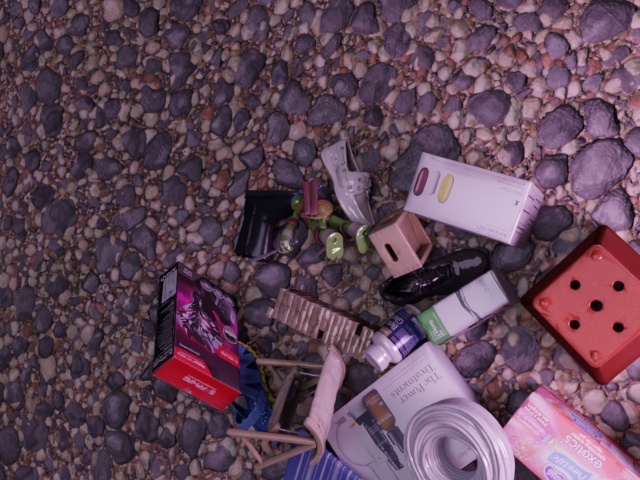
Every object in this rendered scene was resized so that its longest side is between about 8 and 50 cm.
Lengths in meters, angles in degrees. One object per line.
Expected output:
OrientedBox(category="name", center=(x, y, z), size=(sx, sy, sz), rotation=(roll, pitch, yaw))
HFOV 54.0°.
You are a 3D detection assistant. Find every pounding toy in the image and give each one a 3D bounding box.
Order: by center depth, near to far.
OrientedBox(category="pounding toy", center=(0.198, -0.036, 1.588), size=(0.094, 0.206, 0.181), rotation=(-26, 102, 32))

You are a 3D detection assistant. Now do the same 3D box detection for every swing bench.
OrientedBox(category="swing bench", center=(-0.063, 0.426, 1.608), size=(0.254, 0.253, 0.165), rotation=(-15, 120, 28))

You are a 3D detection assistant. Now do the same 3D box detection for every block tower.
OrientedBox(category="block tower", center=(0.019, 0.224, 1.702), size=(0.335, 0.091, 0.097), rotation=(20, 93, 27))

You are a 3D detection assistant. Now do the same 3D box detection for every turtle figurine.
OrientedBox(category="turtle figurine", center=(0.000, 0.000, 1.633), size=(0.266, 0.197, 0.275), rotation=(30, 94, 53))

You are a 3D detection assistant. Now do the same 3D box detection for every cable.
OrientedBox(category="cable", center=(0.307, 0.479, 1.394), size=(0.257, 0.089, 0.257), rotation=(49, 124, 25))

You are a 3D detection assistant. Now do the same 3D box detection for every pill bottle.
OrientedBox(category="pill bottle", center=(0.189, 0.245, 1.570), size=(0.169, 0.094, 0.094), rotation=(-40, 65, -16))

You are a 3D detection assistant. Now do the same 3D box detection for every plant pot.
OrientedBox(category="plant pot", center=(0.593, 0.136, 1.332), size=(0.267, 0.235, 0.267), rotation=(-47, 67, 15))

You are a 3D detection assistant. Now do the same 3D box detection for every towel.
OrientedBox(category="towel", center=(0.035, 0.667, 1.623), size=(0.336, 0.040, 0.243), rotation=(30, 117, 33))

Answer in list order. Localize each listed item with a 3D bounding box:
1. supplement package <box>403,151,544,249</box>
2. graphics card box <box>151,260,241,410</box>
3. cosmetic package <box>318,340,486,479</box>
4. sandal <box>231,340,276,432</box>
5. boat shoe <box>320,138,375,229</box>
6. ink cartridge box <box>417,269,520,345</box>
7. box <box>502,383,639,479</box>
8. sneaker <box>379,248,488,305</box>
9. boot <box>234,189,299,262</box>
OrientedBox(category="supplement package", center=(0.365, -0.091, 1.489), size=(0.261, 0.204, 0.145), rotation=(20, 95, 27))
OrientedBox(category="graphics card box", center=(-0.333, 0.251, 1.713), size=(0.094, 0.232, 0.371), rotation=(-39, 34, 19))
OrientedBox(category="cosmetic package", center=(0.219, 0.475, 1.573), size=(0.377, 0.097, 0.284), rotation=(-43, 71, 18))
OrientedBox(category="sandal", center=(-0.219, 0.415, 1.782), size=(0.126, 0.138, 0.317), rotation=(-45, 66, 19))
OrientedBox(category="boat shoe", center=(0.091, -0.153, 1.696), size=(0.096, 0.098, 0.277), rotation=(-32, 71, 22))
OrientedBox(category="ink cartridge box", center=(0.355, 0.160, 1.499), size=(0.208, 0.153, 0.087), rotation=(-36, 71, 21))
OrientedBox(category="box", center=(0.554, 0.471, 1.366), size=(0.300, 0.154, 0.142), rotation=(40, 103, 24))
OrientedBox(category="sneaker", center=(0.276, 0.099, 1.559), size=(0.286, 0.130, 0.109), rotation=(-25, 76, 22))
OrientedBox(category="boot", center=(-0.134, -0.037, 1.802), size=(0.246, 0.094, 0.207), rotation=(4, 83, 34))
